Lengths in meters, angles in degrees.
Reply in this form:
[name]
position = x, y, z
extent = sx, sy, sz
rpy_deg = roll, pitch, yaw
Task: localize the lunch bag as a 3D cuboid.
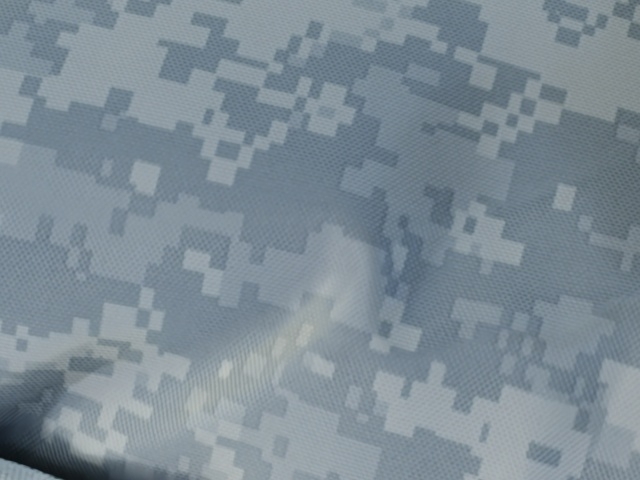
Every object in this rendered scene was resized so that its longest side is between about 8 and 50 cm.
[lunch bag]
position = 0.000, 0.000, 0.494
extent = 0.305, 0.212, 0.256
rpy_deg = 16, 43, 7
